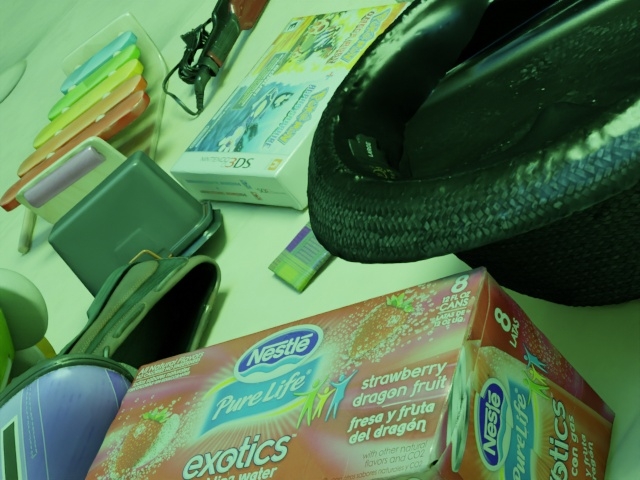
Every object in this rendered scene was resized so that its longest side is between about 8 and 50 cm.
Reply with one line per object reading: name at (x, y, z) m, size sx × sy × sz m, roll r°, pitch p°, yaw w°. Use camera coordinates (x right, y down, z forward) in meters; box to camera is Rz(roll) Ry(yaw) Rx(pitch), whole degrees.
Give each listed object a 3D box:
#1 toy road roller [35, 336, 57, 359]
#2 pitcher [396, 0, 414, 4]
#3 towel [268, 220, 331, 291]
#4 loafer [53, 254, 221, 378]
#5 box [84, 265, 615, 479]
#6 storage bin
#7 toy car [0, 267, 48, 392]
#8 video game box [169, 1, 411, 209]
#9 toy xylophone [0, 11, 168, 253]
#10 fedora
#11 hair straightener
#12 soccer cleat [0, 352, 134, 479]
toy road roller at (-0.389, 0.146, 1.119) m, size 0.329 × 0.241 × 0.202 m, roll 24°, pitch 64°, yaw 20°
pitcher at (0.134, -0.306, 1.082) m, size 0.207 × 0.178 × 0.125 m, roll -24°, pitch 35°, yaw -24°
towel at (0.000, 0.000, 0.959) m, size 0.083 × 0.009 × 0.060 m, roll -47°, pitch 29°, yaw -6°
loafer at (-0.139, 0.100, 0.919) m, size 0.084 × 0.096 × 0.268 m, roll -21°, pitch 32°, yaw 25°
box at (0.006, 0.123, 0.653) m, size 0.256 × 0.128 × 0.123 m, roll -19°, pitch 36°, yaw 39°
storage bin at (-0.166, -0.007, 1.078) m, size 0.135 × 0.091 × 0.098 m, roll -42°, pitch 15°, yaw 6°
toy car at (-0.272, 0.111, 0.896) m, size 0.182 × 0.136 × 0.159 m, roll 100°, pitch 177°, yaw -47°
video game box at (-0.020, -0.120, 1.114) m, size 0.187 × 0.048 × 0.205 m, roll 8°, pitch 57°, yaw 53°
toy xylophone at (-0.267, -0.115, 1.390) m, size 0.236 × 0.081 × 0.323 m, roll -37°, pitch 28°, yaw 13°
fedora at (0.157, -0.068, 0.694) m, size 0.334 × 0.152 × 0.334 m, roll -32°, pitch 30°, yaw 21°
hair straightener at (-0.117, -0.218, 1.390) m, size 0.089 × 0.047 × 0.230 m, roll -19°, pitch 41°, yaw 38°
soccer cleat at (-0.192, 0.214, 0.758) m, size 0.318 × 0.108 × 0.116 m, roll -57°, pitch 31°, yaw 16°
